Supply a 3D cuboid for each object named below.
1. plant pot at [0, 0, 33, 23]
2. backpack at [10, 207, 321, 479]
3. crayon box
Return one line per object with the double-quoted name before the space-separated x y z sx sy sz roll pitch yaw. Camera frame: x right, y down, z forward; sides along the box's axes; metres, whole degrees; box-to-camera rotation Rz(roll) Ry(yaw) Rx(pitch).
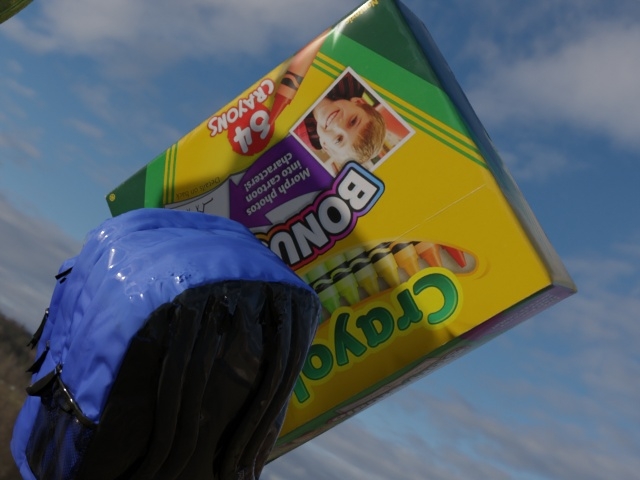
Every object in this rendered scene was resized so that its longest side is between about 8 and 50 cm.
"plant pot" -0.644 -0.535 1.597 0.276 0.276 0.254 16 -31 40
"backpack" -0.066 0.044 0.362 0.098 0.120 0.101 0 35 -45
"crayon box" 0.000 0.000 0.867 0.106 0.363 0.313 18 43 -60
